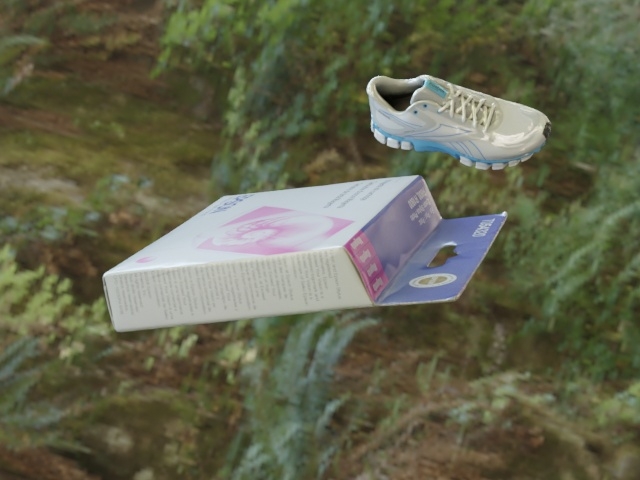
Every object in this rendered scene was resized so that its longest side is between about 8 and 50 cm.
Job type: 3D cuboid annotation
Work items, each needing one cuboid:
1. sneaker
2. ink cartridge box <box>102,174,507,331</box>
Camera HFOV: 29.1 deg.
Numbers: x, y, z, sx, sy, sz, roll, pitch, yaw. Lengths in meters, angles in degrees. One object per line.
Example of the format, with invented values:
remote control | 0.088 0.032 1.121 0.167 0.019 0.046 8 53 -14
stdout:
sneaker | 0.128 -0.123 1.200 0.083 0.190 0.071 61 -136 -54
ink cartridge box | 0.000 0.000 1.232 0.324 0.330 0.071 -42 -57 -69
